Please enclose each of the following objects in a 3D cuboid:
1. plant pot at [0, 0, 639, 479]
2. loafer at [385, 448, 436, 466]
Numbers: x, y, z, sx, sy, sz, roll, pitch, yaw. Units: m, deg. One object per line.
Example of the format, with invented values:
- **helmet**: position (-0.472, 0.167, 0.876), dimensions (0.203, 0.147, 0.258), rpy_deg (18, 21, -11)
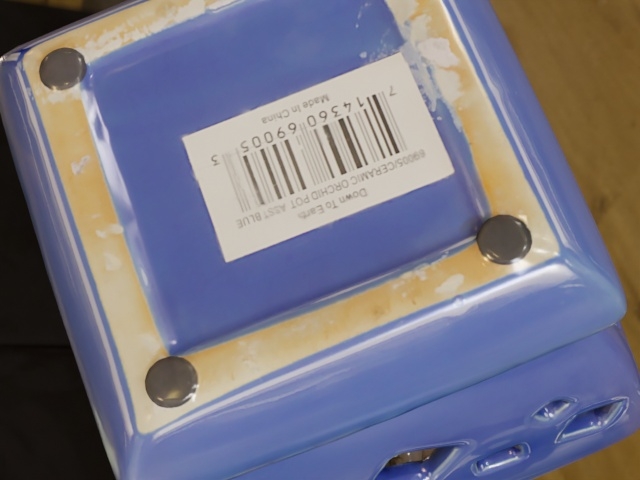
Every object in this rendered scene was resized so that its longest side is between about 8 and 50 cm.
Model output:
- **plant pot**: position (0.000, 0.000, 0.563), dimensions (0.212, 0.236, 0.236), rpy_deg (67, -178, -69)
- **loafer**: position (0.069, 0.325, 1.303), dimensions (0.134, 0.130, 0.366), rpy_deg (49, 132, 42)
